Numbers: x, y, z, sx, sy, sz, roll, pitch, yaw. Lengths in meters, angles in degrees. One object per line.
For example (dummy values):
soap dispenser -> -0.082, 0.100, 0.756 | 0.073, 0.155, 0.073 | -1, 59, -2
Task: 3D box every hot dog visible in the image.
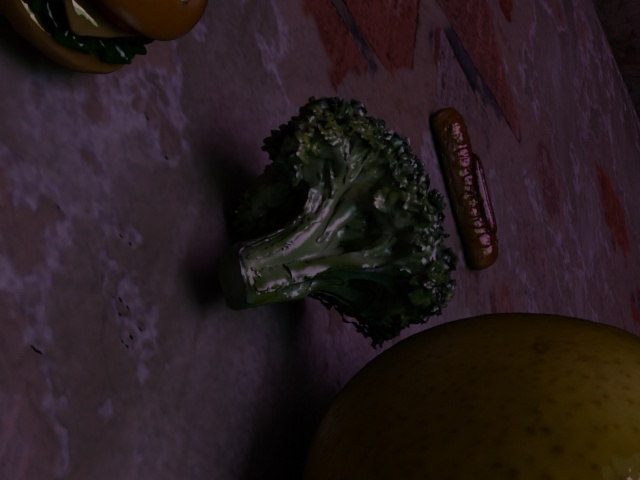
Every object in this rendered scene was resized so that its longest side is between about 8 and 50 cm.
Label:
hot dog -> 0.194, -0.068, 1.332 | 0.066, 0.047, 0.215 | -21, 97, -66

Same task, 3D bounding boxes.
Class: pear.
pear -> 0.164, 0.225, 0.794 | 0.418, 0.363, 0.362 | -17, 93, -60

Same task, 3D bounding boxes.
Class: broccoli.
broccoli -> 0.000, 0.000, 0.802 | 0.194, 0.194, 0.219 | -40, 127, -61

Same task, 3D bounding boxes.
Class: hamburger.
hamburger -> -0.140, -0.187, 0.652 | 0.162, 0.115, 0.162 | 41, 42, -51
